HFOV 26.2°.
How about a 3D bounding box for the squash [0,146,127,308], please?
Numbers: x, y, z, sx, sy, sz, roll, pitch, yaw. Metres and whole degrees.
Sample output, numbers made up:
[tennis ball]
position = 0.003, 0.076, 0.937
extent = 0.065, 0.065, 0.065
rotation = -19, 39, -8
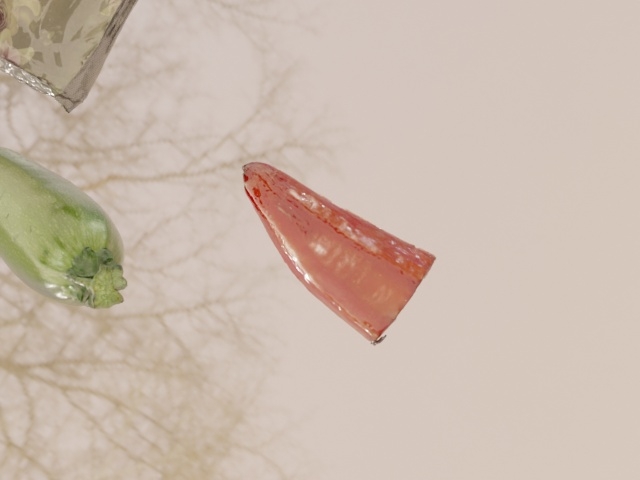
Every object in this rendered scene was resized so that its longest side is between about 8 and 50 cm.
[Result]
[squash]
position = -0.258, -0.014, 1.268
extent = 0.101, 0.101, 0.378
rotation = -52, -147, -6

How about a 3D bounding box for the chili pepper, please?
[chili pepper]
position = 0.003, -0.003, 1.080
extent = 0.088, 0.169, 0.065
rotation = -52, -174, -20

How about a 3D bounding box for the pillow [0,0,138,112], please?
[pillow]
position = -0.227, -0.250, 1.274
extent = 0.169, 0.059, 0.255
rotation = 28, -105, 5
